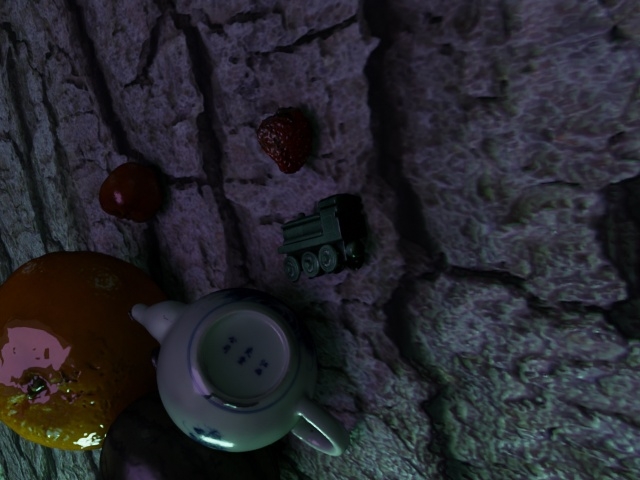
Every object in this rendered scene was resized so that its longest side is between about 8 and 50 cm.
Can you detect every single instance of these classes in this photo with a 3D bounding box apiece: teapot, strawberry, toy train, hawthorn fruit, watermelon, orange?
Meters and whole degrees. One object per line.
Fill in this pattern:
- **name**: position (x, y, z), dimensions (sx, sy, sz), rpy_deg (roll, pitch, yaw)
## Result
- **teapot**: position (-0.133, 0.213, 1.122), dimensions (0.423, 0.252, 0.280), rpy_deg (34, 156, 2)
- **strawberry**: position (-0.050, -0.146, 1.022), dimensions (0.083, 0.083, 0.097), rpy_deg (17, 121, 45)
- **toy train**: position (0.000, 0.000, 1.025), dimensions (0.170, 0.071, 0.111), rpy_deg (-14, 83, 51)
- **hawthorn fruit**: position (-0.369, -0.097, 1.388), dimensions (0.125, 0.140, 0.125), rpy_deg (33, 155, 18)
- **watermelon**: position (-0.223, 0.426, 1.256), dimensions (0.359, 0.279, 0.279), rpy_deg (35, 132, 4)
- **orange**: position (-0.496, 0.232, 1.417), dimensions (0.423, 0.326, 0.424), rpy_deg (3, 111, 8)

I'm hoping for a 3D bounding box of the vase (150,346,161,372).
- **vase**: position (-0.222, 0.196, 1.268), dimensions (0.059, 0.167, 0.059), rpy_deg (19, 117, 44)
